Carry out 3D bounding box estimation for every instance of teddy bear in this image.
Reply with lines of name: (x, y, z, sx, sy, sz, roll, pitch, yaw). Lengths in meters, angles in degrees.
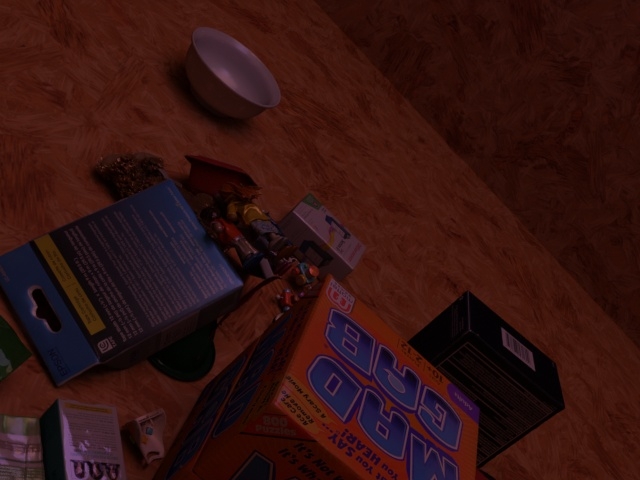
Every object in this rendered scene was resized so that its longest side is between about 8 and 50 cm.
teddy bear: (-0.327, -0.067, 1.688, 0.338, 0.113, 0.245, 38, 20, 0)

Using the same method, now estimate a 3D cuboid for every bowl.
bowl: (-0.264, -0.434, 2.218, 0.298, 0.134, 0.298, 34, 29, -22)

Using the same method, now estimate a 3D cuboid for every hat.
hat: (-0.210, 0.125, 1.476, 0.173, 0.183, 0.208, 40, 28, -13)

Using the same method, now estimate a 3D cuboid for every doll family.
doll family: (-0.121, -0.035, 1.505, 0.163, 0.118, 0.263, 46, 5, 16)

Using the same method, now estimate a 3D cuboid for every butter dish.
butter dish: (-0.237, -0.115, 1.845, 0.160, 0.118, 0.160, 18, -8, 10)

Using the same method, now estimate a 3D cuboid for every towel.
towel: (-0.431, 0.302, 1.105, 0.113, 0.023, 0.152, 22, 35, -40)

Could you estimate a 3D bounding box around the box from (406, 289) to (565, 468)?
box: (0.339, 0.327, 1.847, 0.296, 0.294, 0.183, 40, 25, -12)

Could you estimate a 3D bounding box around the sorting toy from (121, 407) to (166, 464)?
sorting toy: (-0.276, 0.317, 1.286, 0.075, 0.045, 0.083, 67, 17, 7)

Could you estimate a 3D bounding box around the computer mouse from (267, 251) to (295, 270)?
computer mouse: (-0.144, -0.010, 1.914, 0.193, 0.042, 0.106, 55, 33, 5)

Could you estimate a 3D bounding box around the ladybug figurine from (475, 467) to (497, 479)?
ladybug figurine: (0.323, 0.604, 1.526, 0.449, 0.162, 0.305, 56, 37, 1)

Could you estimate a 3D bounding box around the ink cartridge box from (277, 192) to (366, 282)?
ink cartridge box: (0.000, 0.000, 2.042, 0.212, 0.093, 0.154, 46, 27, -4)

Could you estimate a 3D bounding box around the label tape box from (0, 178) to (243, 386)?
label tape box: (-0.346, 0.077, 1.392, 0.347, 0.115, 0.249, -29, 73, -25)

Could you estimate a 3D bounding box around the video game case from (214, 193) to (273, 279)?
video game case: (-0.164, -0.011, 1.715, 0.190, 0.022, 0.173, 69, -17, -10)

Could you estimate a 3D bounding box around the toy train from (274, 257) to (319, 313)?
toy train: (-0.045, 0.102, 1.858, 0.125, 0.046, 0.166, 33, 42, -36)

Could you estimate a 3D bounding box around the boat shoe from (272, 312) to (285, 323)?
boat shoe: (-0.057, 0.188, 1.765, 0.133, 0.042, 0.049, 15, 65, -44)

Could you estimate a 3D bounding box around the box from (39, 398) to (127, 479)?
box: (-0.331, 0.348, 1.141, 0.100, 0.060, 0.244, 20, 37, -39)

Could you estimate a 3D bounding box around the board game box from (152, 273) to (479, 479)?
board game box: (-0.007, 0.351, 1.264, 0.356, 0.356, 0.356, 42, 27, -9)

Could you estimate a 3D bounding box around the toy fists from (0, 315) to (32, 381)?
toy fists: (-0.520, 0.171, 1.087, 0.142, 0.096, 0.279, 53, 25, -8)
